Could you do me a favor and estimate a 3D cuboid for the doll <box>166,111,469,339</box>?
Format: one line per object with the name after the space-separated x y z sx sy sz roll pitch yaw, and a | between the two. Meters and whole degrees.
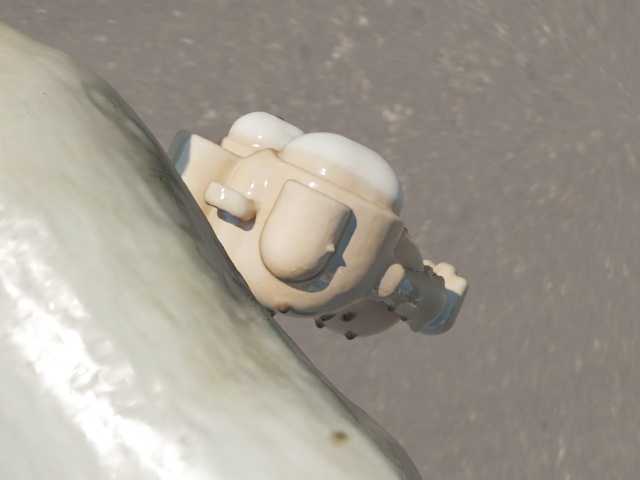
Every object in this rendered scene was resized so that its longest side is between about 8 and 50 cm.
0.002 0.001 1.153 0.154 0.278 0.119 25 89 21 | doll

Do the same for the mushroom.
-0.078 0.032 0.603 0.126 0.177 0.397 -42 73 0 | mushroom
